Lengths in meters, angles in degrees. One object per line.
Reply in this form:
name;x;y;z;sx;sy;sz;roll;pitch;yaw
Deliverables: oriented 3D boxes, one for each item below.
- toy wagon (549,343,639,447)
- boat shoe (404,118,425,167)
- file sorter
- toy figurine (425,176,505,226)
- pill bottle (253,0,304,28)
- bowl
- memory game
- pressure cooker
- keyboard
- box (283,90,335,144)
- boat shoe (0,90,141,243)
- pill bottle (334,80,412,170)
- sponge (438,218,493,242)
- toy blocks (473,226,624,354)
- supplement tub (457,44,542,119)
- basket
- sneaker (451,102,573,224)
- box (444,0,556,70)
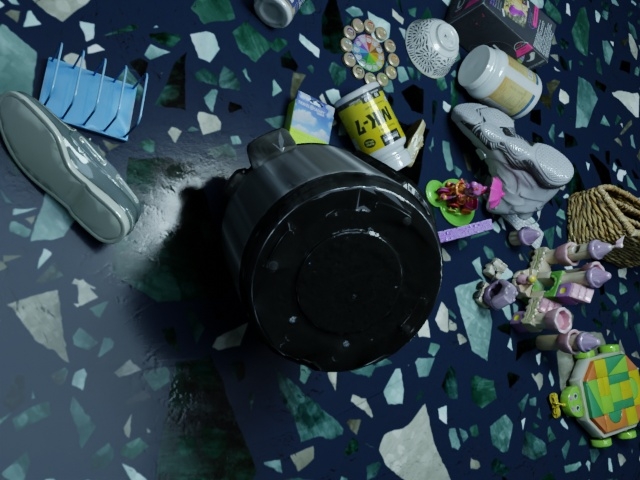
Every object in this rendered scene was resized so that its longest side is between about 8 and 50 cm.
toy wagon;0.783;0.440;1.904;0.344;0.068;0.267;-3;81;-34
boat shoe;0.236;-0.246;1.717;0.045;0.050;0.135;36;72;-25
file sorter;-0.420;-0.277;1.257;0.170;0.104;0.118;15;71;-30
toy figurine;0.381;-0.121;1.714;0.173;0.159;0.130;21;68;-27
pill bottle;-0.076;-0.578;1.557;0.094;0.094;0.169;38;62;-21
bowl;0.316;-0.529;1.813;0.170;0.080;0.170;7;76;-31
memory game;0.127;-0.476;1.717;0.186;0.012;0.186;8;75;-31
pressure cooker;-0.006;0.001;1.288;0.375;0.420;0.370;15;103;-20
keyboard;0.540;-0.075;1.895;0.256;0.014;0.072;42;60;-19
box;-0.032;-0.237;1.539;0.109;0.042;0.178;21;68;-29
boat shoe;-0.448;-0.138;1.223;0.319;0.116;0.099;51;30;-11
pill bottle;0.129;-0.259;1.604;0.119;0.119;0.209;-32;97;-34
sponge;0.314;-0.013;1.670;0.210;0.117;0.031;-12;87;-35
toy blocks;0.626;0.111;1.753;0.309;0.260;0.289;37;65;-21
supplement tub;0.494;-0.437;1.868;0.199;0.144;0.144;23;67;-27
basket;0.915;-0.060;2.012;0.299;0.223;0.214;17;70;-28
sneaker;0.472;-0.201;1.801;0.366;0.210;0.137;41;45;25
box;0.503;-0.597;1.897;0.270;0.165;0.143;31;65;-23
